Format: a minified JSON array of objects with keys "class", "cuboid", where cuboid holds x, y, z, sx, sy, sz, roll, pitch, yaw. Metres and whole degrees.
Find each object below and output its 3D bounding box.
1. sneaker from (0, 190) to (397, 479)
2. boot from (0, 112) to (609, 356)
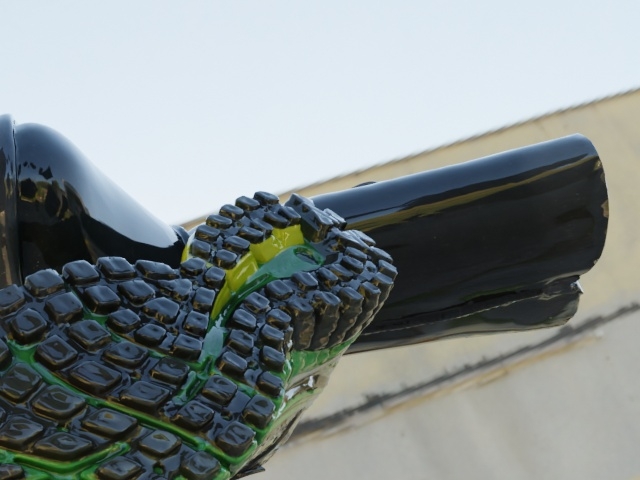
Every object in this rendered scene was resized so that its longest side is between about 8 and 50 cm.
[{"class":"sneaker","cuboid":[-0.074,0.090,0.569,0.343,0.134,0.146,-25,-37,-58]},{"class":"boot","cuboid":[0.000,0.000,0.811,0.445,0.146,0.367,-7,-20,-7]}]
